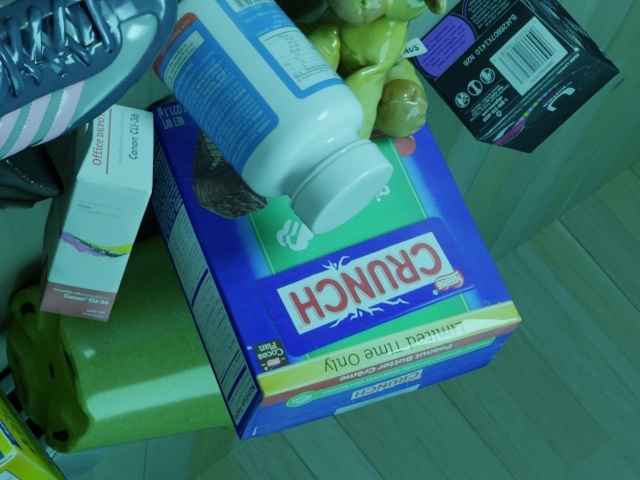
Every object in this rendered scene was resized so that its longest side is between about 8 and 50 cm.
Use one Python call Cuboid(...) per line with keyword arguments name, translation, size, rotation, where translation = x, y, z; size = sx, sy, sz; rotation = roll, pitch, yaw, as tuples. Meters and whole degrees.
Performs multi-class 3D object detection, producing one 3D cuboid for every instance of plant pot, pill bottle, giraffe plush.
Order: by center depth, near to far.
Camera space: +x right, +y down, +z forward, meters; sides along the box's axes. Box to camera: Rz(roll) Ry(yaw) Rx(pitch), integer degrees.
Cuboid(name="pill bottle", translation=(-0.041, -0.116, 1.373), size=(0.124, 0.221, 0.124), rotation=(-36, 166, -11))
Cuboid(name="giraffe plush", translation=(0.050, -0.209, 1.468), size=(0.210, 0.181, 0.170), rotation=(-39, 161, -38))
Cuboid(name="plant pot", translation=(-0.190, 0.109, 1.697), size=(0.254, 0.276, 0.276), rotation=(-14, 154, -33))

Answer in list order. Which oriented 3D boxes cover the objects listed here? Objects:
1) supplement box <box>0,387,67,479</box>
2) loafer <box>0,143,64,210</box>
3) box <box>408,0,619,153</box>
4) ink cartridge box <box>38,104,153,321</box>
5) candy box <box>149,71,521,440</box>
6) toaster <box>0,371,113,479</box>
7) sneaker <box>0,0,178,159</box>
Cuboid(name="supplement box", translation=(-0.400, 0.223, 1.577), size=(0.194, 0.195, 0.356), rotation=(-37, 167, -10))
Cuboid(name="loafer", translation=(-0.286, -0.059, 1.257), size=(0.078, 0.080, 0.220), rotation=(-31, 166, 17))
Cuboid(name="box", translation=(0.245, -0.217, 1.944), size=(0.165, 0.143, 0.270), rotation=(-43, 166, 16))
Cuboid(name="ink cartridge box", translation=(-0.191, -0.040, 1.368), size=(0.067, 0.115, 0.198), rotation=(11, 130, -15))
Cuboid(name="candy box", translation=(0.000, 0.000, 1.518), size=(0.268, 0.317, 0.122), rotation=(-15, 158, -20))
Cuboid(name="toaster", translation=(-0.340, 0.227, 1.890), size=(0.227, 0.129, 0.146), rotation=(-41, 162, 16))
Cuboid(name="sneaker", translation=(-0.222, -0.113, 1.094), size=(0.319, 0.112, 0.131), rotation=(-35, -174, -21))
